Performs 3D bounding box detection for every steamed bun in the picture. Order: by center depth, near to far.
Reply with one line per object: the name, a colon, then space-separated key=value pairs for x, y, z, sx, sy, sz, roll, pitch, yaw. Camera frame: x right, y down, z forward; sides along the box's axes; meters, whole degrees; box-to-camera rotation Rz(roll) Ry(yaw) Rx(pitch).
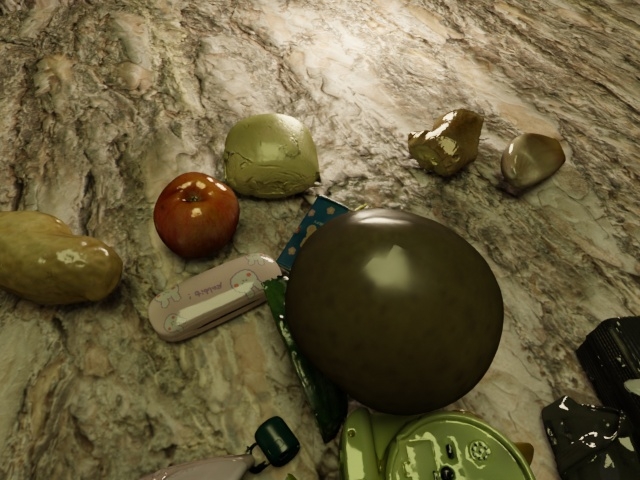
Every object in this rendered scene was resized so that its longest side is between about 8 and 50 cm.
steamed bun: x=-0.133 y=-0.238 z=1.224 sx=0.273 sy=0.166 sz=0.231 roll=-1 pitch=48 yaw=-3

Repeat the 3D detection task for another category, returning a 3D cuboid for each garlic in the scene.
garlic: x=0.611 y=-0.235 z=1.286 sx=0.318 sy=0.112 sz=0.143 roll=-25 pitch=77 yaw=-30

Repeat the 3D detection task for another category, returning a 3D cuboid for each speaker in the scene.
speaker: x=-0.091 y=0.363 z=0.777 sx=0.095 sy=0.060 sz=0.075 roll=-31 pitch=56 yaw=-25

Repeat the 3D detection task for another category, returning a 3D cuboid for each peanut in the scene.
peanut: x=-0.616 y=0.035 z=0.975 sx=0.388 sy=0.169 sz=0.192 roll=19 pitch=47 yaw=9

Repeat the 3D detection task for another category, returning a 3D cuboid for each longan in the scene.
longan: x=0.119 y=0.111 z=0.745 sx=0.362 sy=0.360 sz=0.360 roll=1 pitch=49 yaw=-1

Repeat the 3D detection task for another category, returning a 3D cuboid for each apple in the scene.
apple: x=-0.296 y=-0.065 z=1.071 sx=0.210 sy=0.164 sz=0.209 roll=2 pitch=52 yaw=-2

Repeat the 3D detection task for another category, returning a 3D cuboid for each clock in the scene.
clock: x=0.208 y=0.410 z=0.711 sx=0.349 sy=0.117 sz=0.285 roll=-3 pitch=50 yaw=-5

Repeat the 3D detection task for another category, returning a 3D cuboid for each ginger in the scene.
ginger: x=0.374 y=-0.302 z=1.326 sx=0.222 sy=0.130 sz=0.275 roll=1 pitch=43 yaw=11

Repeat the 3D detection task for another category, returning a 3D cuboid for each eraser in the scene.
eraser: x=-0.248 y=0.396 z=0.682 sx=0.244 sy=0.204 sz=0.059 roll=-12 pitch=91 yaw=11

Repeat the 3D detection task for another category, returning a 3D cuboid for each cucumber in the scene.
cucumber: x=-0.018 y=0.214 z=0.868 sx=0.105 sy=0.145 sz=0.325 roll=-19 pitch=57 yaw=-9

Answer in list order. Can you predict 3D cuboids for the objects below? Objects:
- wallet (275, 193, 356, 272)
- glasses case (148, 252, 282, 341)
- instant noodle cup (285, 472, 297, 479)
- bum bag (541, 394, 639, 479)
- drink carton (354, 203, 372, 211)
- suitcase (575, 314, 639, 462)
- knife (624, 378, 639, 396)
wallet: x=0.000 y=-0.001 z=1.040 sx=0.141 sy=0.059 sz=0.202 roll=27 pitch=79 yaw=24
glasses case: x=-0.225 y=0.119 z=0.973 sx=0.297 sy=0.075 sz=0.113 roll=-25 pitch=57 yaw=-21
instant noodle cup: x=-0.062 y=0.492 z=0.536 sx=0.222 sy=0.311 sz=0.311 roll=-27 pitch=55 yaw=-11
bum bag: x=0.476 y=0.407 z=0.732 sx=0.142 sy=0.079 sz=0.326 roll=-22 pitch=43 yaw=24
drink carton: x=0.078 y=-0.027 z=1.123 sx=0.166 sy=0.056 sz=0.071 roll=-32 pitch=62 yaw=-26
suitcase: x=0.664 y=0.300 z=0.800 sx=0.230 sy=0.152 sz=0.334 roll=-3 pitch=49 yaw=-5
knife: x=0.670 y=0.281 z=0.696 sx=0.336 sy=0.043 sz=0.081 roll=22 pitch=45 yaw=20
